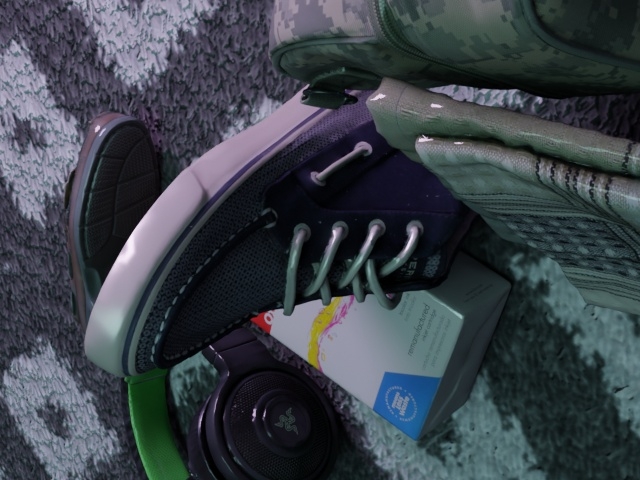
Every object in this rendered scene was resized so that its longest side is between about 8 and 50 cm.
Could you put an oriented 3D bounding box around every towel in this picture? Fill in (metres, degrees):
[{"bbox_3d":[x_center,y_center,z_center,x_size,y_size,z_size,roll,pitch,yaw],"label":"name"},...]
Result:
[{"bbox_3d":[0.213,0.015,0.668,0.324,0.312,0.056,21,87,33],"label":"towel"}]

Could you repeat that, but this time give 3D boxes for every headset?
[{"bbox_3d":[-0.085,0.235,1.071,0.394,0.185,0.243,43,132,32],"label":"headset"}]

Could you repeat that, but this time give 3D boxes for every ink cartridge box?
[{"bbox_3d":[0.027,0.040,0.964,0.231,0.078,0.134,33,127,25],"label":"ink cartridge box"}]

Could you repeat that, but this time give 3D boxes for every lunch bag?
[{"bbox_3d":[0.082,-0.233,0.672,0.256,0.212,0.305,3,89,44],"label":"lunch bag"}]

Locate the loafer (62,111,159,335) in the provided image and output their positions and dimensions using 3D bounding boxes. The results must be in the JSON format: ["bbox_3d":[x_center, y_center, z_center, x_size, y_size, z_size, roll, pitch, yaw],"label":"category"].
[{"bbox_3d":[-0.219,-0.007,1.143,0.084,0.096,0.267,29,127,34],"label":"loafer"}]

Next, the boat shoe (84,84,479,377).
[{"bbox_3d":[0.000,0.000,0.804,0.158,0.340,0.127,29,137,15],"label":"boat shoe"}]
